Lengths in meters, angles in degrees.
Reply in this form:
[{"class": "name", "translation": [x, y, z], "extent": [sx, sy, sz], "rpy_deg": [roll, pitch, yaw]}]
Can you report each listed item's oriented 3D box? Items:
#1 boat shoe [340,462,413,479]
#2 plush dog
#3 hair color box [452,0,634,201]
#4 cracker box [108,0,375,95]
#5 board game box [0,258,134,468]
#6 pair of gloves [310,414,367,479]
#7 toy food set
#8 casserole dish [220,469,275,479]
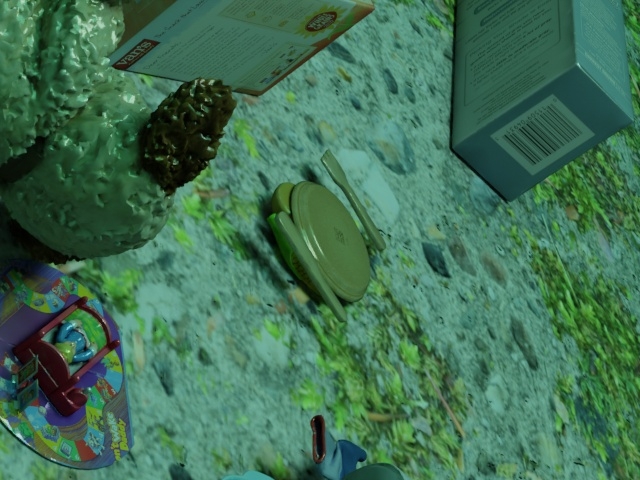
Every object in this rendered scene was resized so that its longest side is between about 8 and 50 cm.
[{"class": "boat shoe", "translation": [0.034, 0.287, 0.983], "extent": [0.105, 0.113, 0.306], "rpy_deg": [36, 43, -35]}, {"class": "plush dog", "translation": [-0.188, -0.086, 1.136], "extent": [0.225, 0.262, 0.210], "rpy_deg": [49, 47, -12]}, {"class": "hair color box", "translation": [0.265, -0.238, 1.988], "extent": [0.113, 0.185, 0.374], "rpy_deg": [40, 33, -26]}, {"class": "cracker box", "translation": [-0.081, -0.210, 1.481], "extent": [0.232, 0.156, 0.067], "rpy_deg": [4, 58, -55]}, {"class": "board game box", "translation": [-0.178, 0.081, 1.178], "extent": [0.133, 0.033, 0.168], "rpy_deg": [26, 42, -42]}, {"class": "pair of gloves", "translation": [0.024, 0.233, 1.294], "extent": [0.159, 0.023, 0.198], "rpy_deg": [59, 19, -44]}, {"class": "toy food set", "translation": [0.000, 0.000, 1.526], "extent": [0.132, 0.038, 0.192], "rpy_deg": [59, 23, -11]}, {"class": "casserole dish", "translation": [-0.044, 0.259, 1.198], "extent": [0.114, 0.037, 0.188], "rpy_deg": [30, 39, -38]}]
